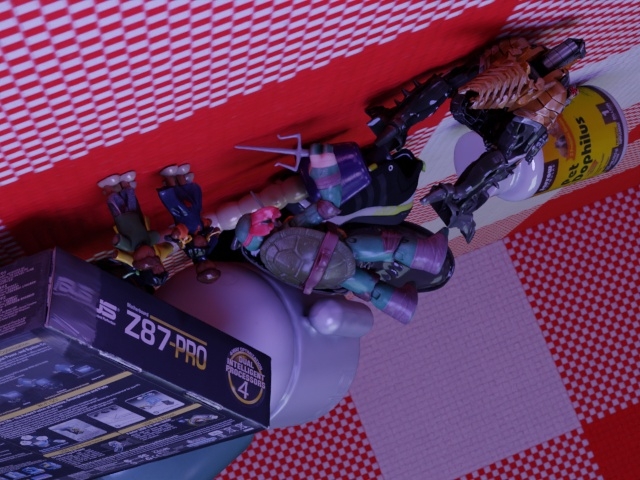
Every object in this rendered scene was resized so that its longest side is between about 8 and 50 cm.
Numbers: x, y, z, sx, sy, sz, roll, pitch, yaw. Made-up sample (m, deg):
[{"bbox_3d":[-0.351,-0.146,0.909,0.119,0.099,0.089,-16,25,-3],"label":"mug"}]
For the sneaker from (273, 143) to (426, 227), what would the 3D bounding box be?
[{"bbox_3d":[0.036,-0.076,1.822,0.234,0.084,0.097,-5,127,-52],"label":"sneaker"}]

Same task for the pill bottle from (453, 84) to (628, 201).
[{"bbox_3d":[0.272,-0.118,1.957,0.215,0.117,0.117,-18,172,-33],"label":"pill bottle"}]

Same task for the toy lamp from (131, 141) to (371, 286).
[{"bbox_3d":[-0.079,-0.034,1.682,0.274,0.080,0.080,-21,173,7],"label":"toy lamp"}]

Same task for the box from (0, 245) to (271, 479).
[{"bbox_3d":[-0.298,0.155,1.626,0.395,0.097,0.318,-20,147,34],"label":"box"}]

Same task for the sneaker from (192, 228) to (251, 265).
[{"bbox_3d":[-0.129,0.031,2.047,0.106,0.101,0.267,0,155,-34],"label":"sneaker"}]

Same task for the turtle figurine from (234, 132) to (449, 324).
[{"bbox_3d":[0.000,0.000,1.570,0.234,0.118,0.175,21,144,-10],"label":"turtle figurine"}]

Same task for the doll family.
[{"bbox_3d":[-0.147,-0.008,1.509,0.076,0.111,0.193,-28,172,39],"label":"doll family"}]

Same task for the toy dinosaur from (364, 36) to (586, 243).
[{"bbox_3d":[0.166,-0.138,1.553,0.218,0.164,0.322,-38,151,12],"label":"toy dinosaur"}]

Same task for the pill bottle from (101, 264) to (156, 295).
[{"bbox_3d":[-0.304,0.107,1.861,0.219,0.123,0.123,-15,170,-46],"label":"pill bottle"}]

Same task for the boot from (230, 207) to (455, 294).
[{"bbox_3d":[0.031,0.026,1.827,0.263,0.091,0.229,15,-167,0],"label":"boot"}]

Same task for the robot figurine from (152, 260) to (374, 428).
[{"bbox_3d":[-0.083,0.125,1.857,0.300,0.200,0.353,-24,168,25],"label":"robot figurine"}]

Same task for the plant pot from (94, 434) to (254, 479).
[{"bbox_3d":[-0.275,0.264,2.166,0.293,0.293,0.235,-30,-168,51],"label":"plant pot"}]
